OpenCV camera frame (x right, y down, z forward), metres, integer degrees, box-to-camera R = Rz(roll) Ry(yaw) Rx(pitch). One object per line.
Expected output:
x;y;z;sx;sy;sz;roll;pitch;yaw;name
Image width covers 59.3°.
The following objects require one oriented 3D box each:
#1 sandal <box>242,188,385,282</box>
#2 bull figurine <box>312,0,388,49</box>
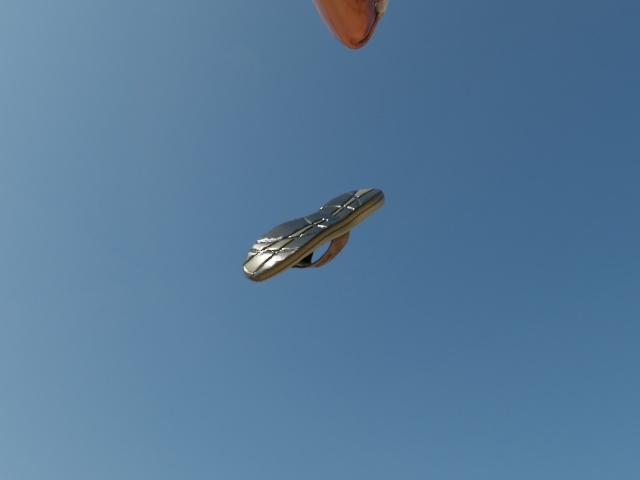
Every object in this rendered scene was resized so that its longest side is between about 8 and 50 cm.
0.002;0.000;1.011;0.302;0.120;0.086;-29;-62;-22;sandal
0.014;-0.482;0.944;0.101;0.188;0.310;4;-45;44;bull figurine
